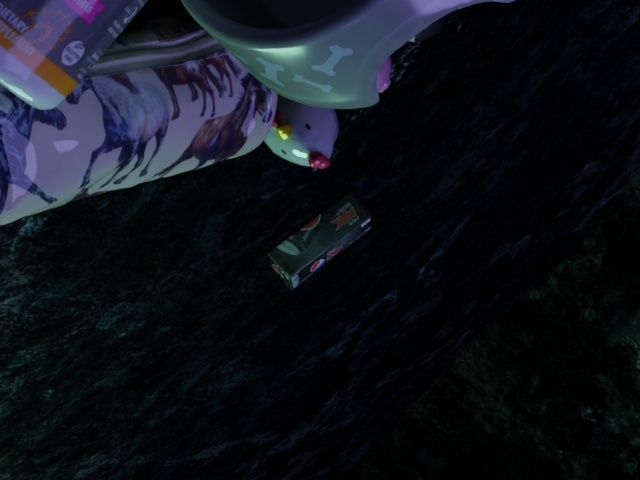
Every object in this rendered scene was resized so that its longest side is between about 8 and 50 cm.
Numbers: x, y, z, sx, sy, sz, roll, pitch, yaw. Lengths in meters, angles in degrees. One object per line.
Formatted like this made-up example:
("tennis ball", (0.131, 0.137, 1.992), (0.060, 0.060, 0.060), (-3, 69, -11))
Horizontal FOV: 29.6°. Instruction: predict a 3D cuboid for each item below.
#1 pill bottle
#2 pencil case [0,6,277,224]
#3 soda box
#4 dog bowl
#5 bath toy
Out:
("pill bottle", (-0.176, -0.248, 0.901), (0.278, 0.162, 0.162), (-50, 160, -1))
("pencil case", (-0.223, -0.119, 1.113), (0.410, 0.160, 0.183), (-21, 167, -43))
("soda box", (0.000, 0.000, 1.917), (0.169, 0.060, 0.053), (-37, 161, -12))
("dog bowl", (0.016, -0.284, 0.962), (0.349, 0.349, 0.102), (-48, 145, 19))
("bath toy", (0.047, -0.222, 1.438), (0.151, 0.129, 0.348), (24, 118, -31))
